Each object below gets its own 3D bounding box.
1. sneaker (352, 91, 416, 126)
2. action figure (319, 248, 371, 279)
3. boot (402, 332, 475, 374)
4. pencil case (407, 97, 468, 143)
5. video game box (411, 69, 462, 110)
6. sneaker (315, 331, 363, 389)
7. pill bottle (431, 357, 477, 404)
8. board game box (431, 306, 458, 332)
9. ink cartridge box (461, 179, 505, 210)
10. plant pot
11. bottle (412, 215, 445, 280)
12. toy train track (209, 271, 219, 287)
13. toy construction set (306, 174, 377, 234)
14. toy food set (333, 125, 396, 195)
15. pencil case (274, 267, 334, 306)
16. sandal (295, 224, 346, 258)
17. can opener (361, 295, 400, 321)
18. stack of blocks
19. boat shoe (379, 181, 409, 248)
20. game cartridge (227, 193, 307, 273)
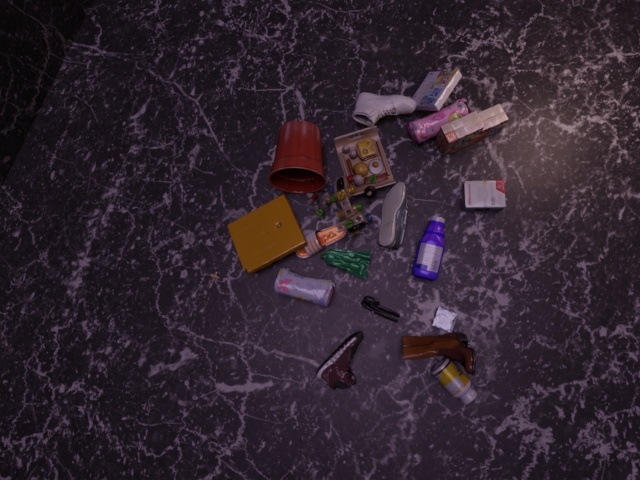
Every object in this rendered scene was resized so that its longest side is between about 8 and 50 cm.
[{"bbox_3d":[0.299,-0.606,1.979,0.292,0.108,0.169,11,62,18],"label":"sneaker"},{"bbox_3d":[0.110,0.090,1.923,0.231,0.063,0.138,12,84,5],"label":"action figure"},{"bbox_3d":[0.483,0.465,1.720,0.279,0.264,0.096,-3,115,5],"label":"boot"},{"bbox_3d":[0.554,-0.559,1.949,0.283,0.124,0.124,-24,78,5],"label":"pencil case"},{"bbox_3d":[0.537,-0.708,1.961,0.048,0.187,0.205,37,86,-32],"label":"video game box"},{"bbox_3d":[0.124,0.545,1.834,0.162,0.106,0.281,45,98,6],"label":"sneaker"},{"bbox_3d":[0.568,0.596,1.757,0.103,0.103,0.184,-43,78,-1],"label":"pill bottle"},{"bbox_3d":[0.551,0.352,1.844,0.090,0.020,0.090,22,83,10],"label":"board game box"},{"bbox_3d":[0.739,-0.203,1.889,0.174,0.072,0.128,0,81,7],"label":"ink cartridge box"},{"bbox_3d":[-0.101,-0.395,1.948,0.271,0.272,0.266,0,72,7],"label":"plant pot"},{"bbox_3d":[0.496,0.035,1.869,0.118,0.092,0.283,13,82,9],"label":"bottle"},{"bbox_3d":[-0.517,0.190,2.011,0.048,0.014,0.084,23,89,3],"label":"toy train track"},{"bbox_3d":[0.086,-0.148,1.849,0.308,0.237,0.258,3,113,16],"label":"toy construction set"},{"bbox_3d":[0.209,-0.378,1.977,0.219,0.092,0.307,-17,79,4],"label":"toy food set"},{"bbox_3d":[-0.075,0.215,1.901,0.272,0.114,0.124,14,63,10],"label":"pencil case"},{"bbox_3d":[-0.004,-0.010,1.948,0.265,0.076,0.102,-28,78,2],"label":"sandal"},{"bbox_3d":[0.269,0.314,1.869,0.186,0.073,0.059,32,77,2],"label":"can opener"},{"bbox_3d":[0.690,-0.510,1.900,0.296,0.171,0.087,-23,78,2],"label":"stack of blocks"},{"bbox_3d":[0.354,-0.112,1.928,0.098,0.116,0.320,24,73,-33],"label":"boat shoe"},{"bbox_3d":[-0.255,-0.028,1.968,0.323,0.053,0.286,-28,66,6],"label":"game cartridge"}]
